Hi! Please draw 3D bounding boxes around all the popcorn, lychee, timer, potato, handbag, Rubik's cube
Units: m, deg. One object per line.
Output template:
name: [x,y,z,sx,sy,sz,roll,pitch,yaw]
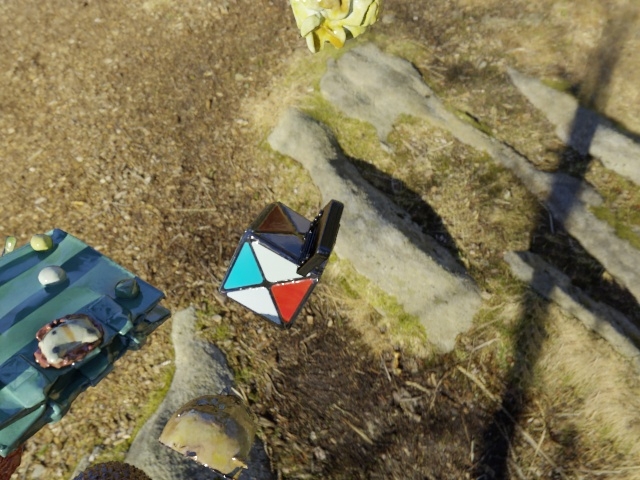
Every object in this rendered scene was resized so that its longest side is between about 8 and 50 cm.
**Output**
popcorn: [0.019,-0.364,0.692,0.135,0.141,0.163,11,97,57]
lychee: [-0.421,0.543,0.906,0.187,0.188,0.188,-6,55,9]
timer: [0.000,0.000,1.046,0.055,0.187,0.144,21,67,-11]
potato: [-0.126,0.221,0.544,0.100,0.172,0.089,27,66,-2]
handbag: [-0.391,0.104,0.610,0.274,0.100,0.268,22,41,25]
Rubik's cube: [-0.123,0.069,1.348,0.248,0.250,0.246,30,30,-1]

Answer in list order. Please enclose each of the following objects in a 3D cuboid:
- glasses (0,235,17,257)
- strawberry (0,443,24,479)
glasses: [-0.679,0.081,0.888,0.239,0.102,0.207,-30,47,34]
strawberry: [-0.899,0.553,1.085,0.291,0.292,0.344,-14,33,4]
